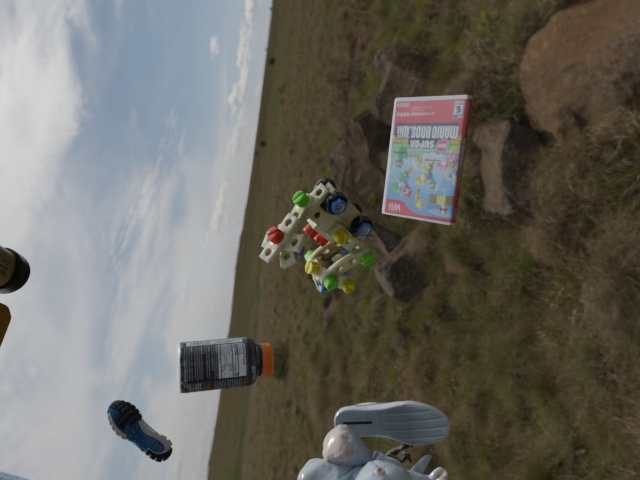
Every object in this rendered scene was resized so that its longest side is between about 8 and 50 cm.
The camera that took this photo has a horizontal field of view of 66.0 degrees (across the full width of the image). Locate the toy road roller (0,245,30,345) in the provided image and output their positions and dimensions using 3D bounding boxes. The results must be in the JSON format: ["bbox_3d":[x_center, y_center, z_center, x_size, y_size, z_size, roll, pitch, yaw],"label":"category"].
[{"bbox_3d":[-0.739,0.115,0.928,0.202,0.240,0.330,111,168,-70],"label":"toy road roller"}]

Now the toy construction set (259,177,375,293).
[{"bbox_3d":[0.000,0.000,1.048,0.215,0.327,0.151,-44,59,9],"label":"toy construction set"}]

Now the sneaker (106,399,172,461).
[{"bbox_3d":[-0.447,0.466,1.198,0.071,0.191,0.083,-46,7,-32],"label":"sneaker"}]

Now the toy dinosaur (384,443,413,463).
[{"bbox_3d":[0.191,0.579,1.297,0.064,0.118,0.268,50,149,26],"label":"toy dinosaur"}]

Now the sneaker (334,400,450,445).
[{"bbox_3d":[0.162,0.402,1.118,0.091,0.258,0.094,12,-102,-73],"label":"sneaker"}]

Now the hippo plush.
[{"bbox_3d":[0.116,0.502,0.908,0.236,0.294,0.234,-16,49,68],"label":"hippo plush"}]

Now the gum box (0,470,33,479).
[{"bbox_3d":[-0.441,0.367,0.605,0.041,0.184,0.157,-35,34,68],"label":"gum box"}]

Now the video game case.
[{"bbox_3d":[0.243,-0.191,1.156,0.204,0.025,0.285,14,102,46],"label":"video game case"}]

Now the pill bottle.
[{"bbox_3d":[-0.249,0.324,1.297,0.130,0.245,0.131,179,90,-72],"label":"pill bottle"}]
